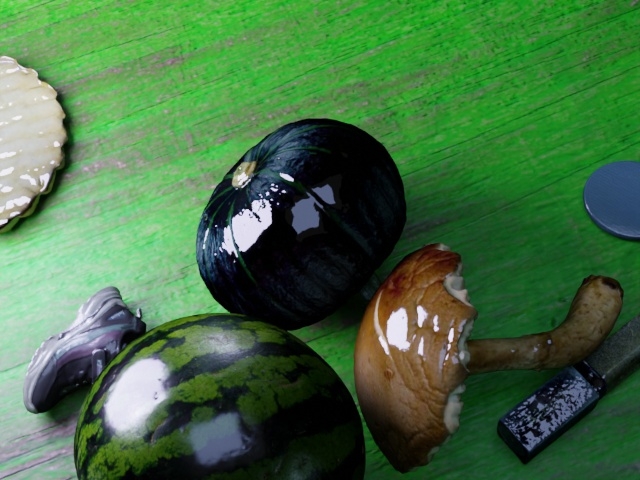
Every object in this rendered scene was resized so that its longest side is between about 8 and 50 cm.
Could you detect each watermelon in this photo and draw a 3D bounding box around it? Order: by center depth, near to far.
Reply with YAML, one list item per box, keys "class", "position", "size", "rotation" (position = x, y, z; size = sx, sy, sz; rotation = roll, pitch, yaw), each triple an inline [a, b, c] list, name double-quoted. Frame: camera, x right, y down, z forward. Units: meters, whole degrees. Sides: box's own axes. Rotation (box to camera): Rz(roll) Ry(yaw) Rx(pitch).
- class: "watermelon"
  position: [-0.102, 0.214, 1.298]
  size: [0.285, 0.285, 0.285]
  rotation: [-1, 65, 3]

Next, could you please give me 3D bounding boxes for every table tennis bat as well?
- class: "table tennis bat"
  position: [0.382, -0.041, 1.527]
  size: [0.155, 0.019, 0.100]
  rotation: [17, 67, 13]

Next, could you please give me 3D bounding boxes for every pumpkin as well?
- class: "pumpkin"
  position: [0.000, 0.000, 1.437]
  size: [0.248, 0.248, 0.248]
  rotation: [-1, 65, 3]

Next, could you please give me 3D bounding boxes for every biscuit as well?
- class: "biscuit"
  position: [-0.407, -0.138, 1.615]
  size: [0.187, 0.036, 0.273]
  rotation: [-36, 67, -13]

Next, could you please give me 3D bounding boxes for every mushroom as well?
- class: "mushroom"
  position: [0.174, 0.105, 1.343]
  size: [0.301, 0.208, 0.233]
  rotation: [-17, 48, 8]

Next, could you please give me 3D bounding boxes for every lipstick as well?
- class: "lipstick"
  position: [0.326, 0.126, 1.433]
  size: [0.312, 0.051, 0.051]
  rotation: [-36, 65, -13]

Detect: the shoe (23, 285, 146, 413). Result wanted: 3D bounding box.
- class: "shoe"
  position: [-0.250, 0.137, 1.459]
  size: [0.099, 0.071, 0.169]
  rotation: [33, 68, 15]
